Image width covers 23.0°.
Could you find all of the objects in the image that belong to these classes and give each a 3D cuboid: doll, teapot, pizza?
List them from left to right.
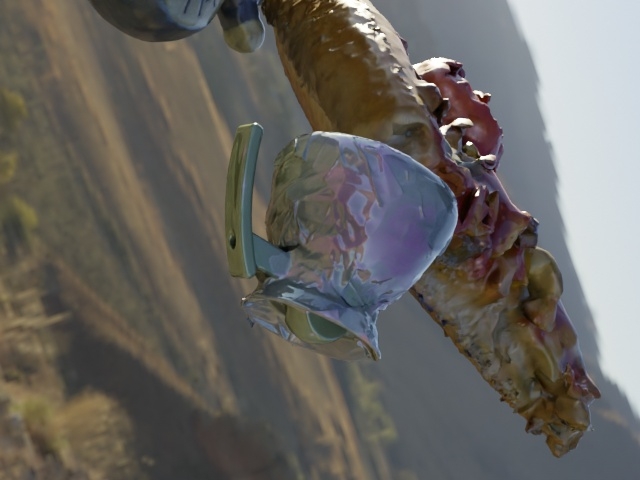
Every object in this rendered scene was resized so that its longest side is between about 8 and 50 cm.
[{"bbox_3d":[-0.110,-0.282,1.458,0.258,0.154,0.228,-23,120,-51],"label":"doll"},{"bbox_3d":[0.000,0.000,0.512,0.083,0.064,0.064,31,-19,-28],"label":"teapot"},{"bbox_3d":[0.101,-0.025,1.158,0.406,0.130,0.440,54,5,-22],"label":"pizza"}]
